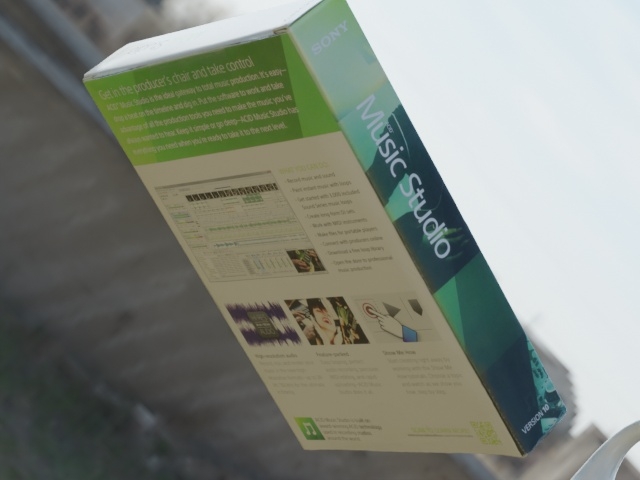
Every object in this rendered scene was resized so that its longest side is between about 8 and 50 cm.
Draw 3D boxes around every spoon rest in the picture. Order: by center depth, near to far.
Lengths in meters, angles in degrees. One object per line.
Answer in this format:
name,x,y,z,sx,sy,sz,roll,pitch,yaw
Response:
spoon rest,0.242,0.233,1.715,0.084,0.276,0.137,60,17,20

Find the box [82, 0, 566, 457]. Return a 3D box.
box,0.000,0.000,1.287,0.232,0.058,0.322,-5,-59,51
